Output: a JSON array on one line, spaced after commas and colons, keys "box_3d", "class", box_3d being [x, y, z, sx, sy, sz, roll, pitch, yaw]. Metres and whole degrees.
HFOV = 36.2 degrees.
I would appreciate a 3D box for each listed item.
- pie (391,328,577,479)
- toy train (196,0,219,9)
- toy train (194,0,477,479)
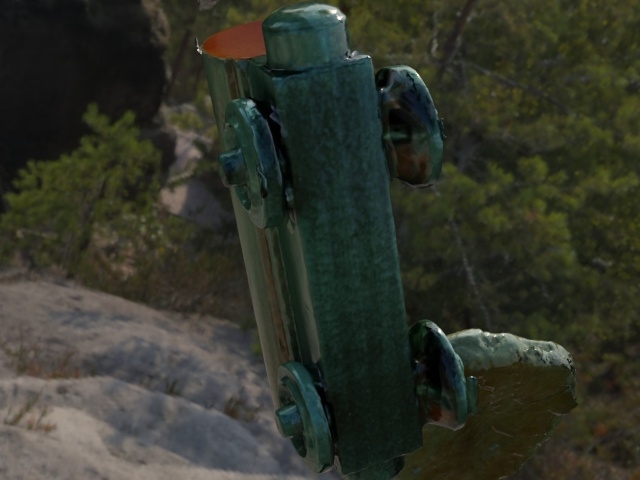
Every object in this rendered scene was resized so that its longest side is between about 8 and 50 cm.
[{"box_3d": [0.175, 0.210, 1.172, 0.306, 0.306, 0.071, 4, 40, -28], "class": "pie"}, {"box_3d": [-0.058, -0.207, 0.465, 0.048, 0.252, 0.055, -30, 62, -31], "class": "toy train"}, {"box_3d": [0.000, 0.000, 0.567, 0.116, 0.285, 0.177, -17, 26, -14], "class": "toy train"}]
